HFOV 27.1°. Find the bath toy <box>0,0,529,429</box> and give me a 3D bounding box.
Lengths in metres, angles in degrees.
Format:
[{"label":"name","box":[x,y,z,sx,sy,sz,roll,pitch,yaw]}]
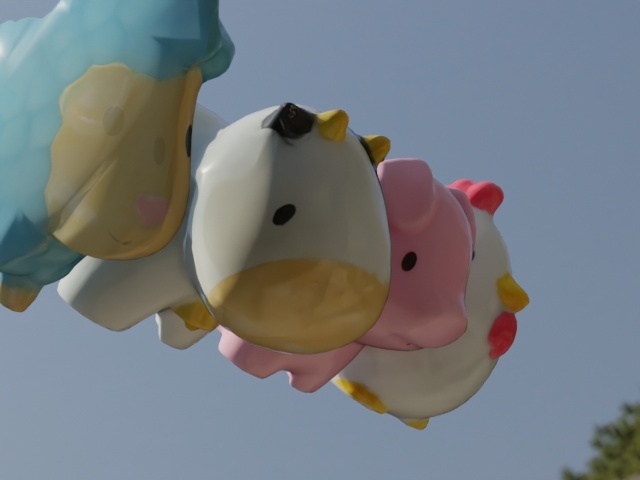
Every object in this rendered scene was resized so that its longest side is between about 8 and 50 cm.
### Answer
[{"label":"bath toy","box":[0.000,0.000,0.558,0.129,0.151,0.348,-56,-31,4]}]
